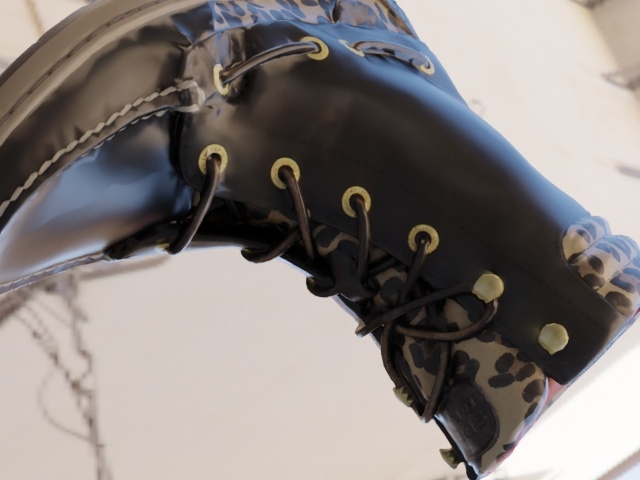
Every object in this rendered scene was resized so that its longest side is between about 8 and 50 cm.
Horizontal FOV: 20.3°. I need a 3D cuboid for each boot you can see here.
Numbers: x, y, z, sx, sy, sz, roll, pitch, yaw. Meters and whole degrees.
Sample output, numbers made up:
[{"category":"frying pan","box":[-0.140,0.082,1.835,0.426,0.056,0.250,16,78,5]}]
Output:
[{"category":"boot","box":[0.000,0.000,0.901,0.284,0.377,0.138,44,-55,10]}]
